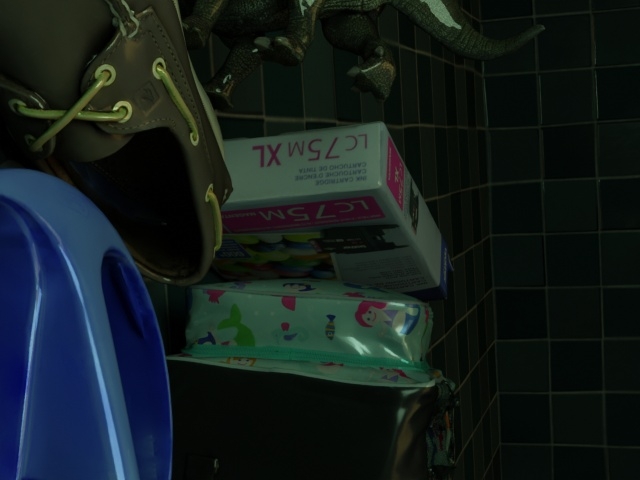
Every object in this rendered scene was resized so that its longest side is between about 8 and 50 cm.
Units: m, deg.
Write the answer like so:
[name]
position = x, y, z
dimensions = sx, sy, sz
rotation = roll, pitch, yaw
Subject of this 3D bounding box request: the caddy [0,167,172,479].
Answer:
[caddy]
position = -0.149, 0.142, 0.415
dimensions = 0.241, 0.179, 0.341
rotation = 36, 55, -67

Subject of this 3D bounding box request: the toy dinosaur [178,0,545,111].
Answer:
[toy dinosaur]
position = -0.014, -0.173, 0.694
dimensions = 0.121, 0.313, 0.160
rotation = 48, 48, -54

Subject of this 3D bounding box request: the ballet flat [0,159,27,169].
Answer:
[ballet flat]
position = -0.144, 0.050, 0.621
dimensions = 0.074, 0.074, 0.203
rotation = -45, 130, -67

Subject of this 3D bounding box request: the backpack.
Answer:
[backpack]
position = -0.003, 0.126, 0.815
dimensions = 0.253, 0.225, 0.191
rotation = 41, 54, -72

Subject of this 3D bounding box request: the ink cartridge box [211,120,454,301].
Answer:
[ink cartridge box]
position = 0.000, 0.000, 0.893
dimensions = 0.311, 0.185, 0.065
rotation = 48, 41, -65

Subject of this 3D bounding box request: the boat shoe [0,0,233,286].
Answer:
[boat shoe]
position = -0.127, -0.082, 0.602
dimensions = 0.324, 0.116, 0.097
rotation = 69, 11, -59
